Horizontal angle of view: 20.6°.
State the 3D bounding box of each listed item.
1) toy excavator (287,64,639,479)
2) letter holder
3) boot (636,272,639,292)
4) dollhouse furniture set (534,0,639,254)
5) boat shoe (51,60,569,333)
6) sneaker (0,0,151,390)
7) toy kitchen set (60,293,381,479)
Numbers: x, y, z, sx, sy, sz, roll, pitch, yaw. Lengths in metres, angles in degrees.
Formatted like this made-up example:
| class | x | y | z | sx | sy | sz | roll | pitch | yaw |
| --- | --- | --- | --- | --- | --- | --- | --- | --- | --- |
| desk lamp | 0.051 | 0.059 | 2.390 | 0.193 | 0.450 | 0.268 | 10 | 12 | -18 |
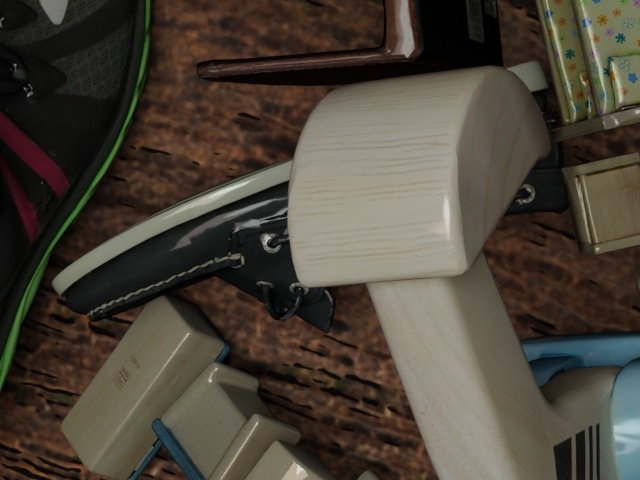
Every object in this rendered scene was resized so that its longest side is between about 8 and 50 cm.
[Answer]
| class | x | y | z | sx | sy | sz | roll | pitch | yaw |
| --- | --- | --- | --- | --- | --- | --- | --- | --- | --- |
| toy excavator | 0.144 | 0.130 | 0.912 | 0.222 | 0.445 | 0.432 | -5 | 92 | 26 |
| letter holder | -0.025 | -0.164 | 1.021 | 0.214 | 0.302 | 0.152 | -5 | 93 | 14 |
| boot | 0.306 | -0.018 | 1.049 | 0.213 | 0.077 | 0.165 | 8 | 113 | 7 |
| dollhouse furniture set | 0.225 | -0.098 | 1.043 | 0.161 | 0.101 | 0.181 | -13 | 91 | -11 |
| boat shoe | 0.001 | 0.000 | 1.116 | 0.340 | 0.127 | 0.113 | -23 | 89 | -1 |
| sneaker | -0.237 | -0.066 | 1.095 | 0.185 | 0.202 | 0.482 | 10 | 74 | 12 |
| toy kitchen set | -0.042 | 0.159 | 1.173 | 0.122 | 0.166 | 0.207 | -53 | 45 | 11 |
